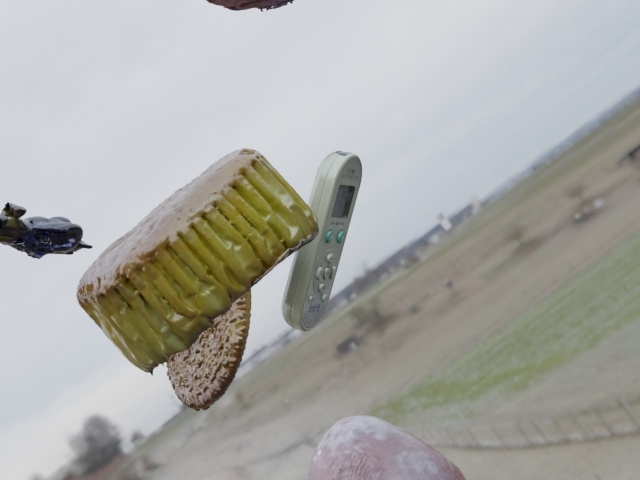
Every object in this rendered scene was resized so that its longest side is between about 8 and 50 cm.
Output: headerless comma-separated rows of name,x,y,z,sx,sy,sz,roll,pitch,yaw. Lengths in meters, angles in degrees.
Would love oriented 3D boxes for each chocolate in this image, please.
chocolate,-0.561,-0.020,2.043,0.343,0.126,0.148,19,-38,-38

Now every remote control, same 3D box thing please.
remote control,0.000,0.000,1.342,0.078,0.042,0.221,2,-76,-64

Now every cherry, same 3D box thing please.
cherry,0.099,0.371,1.522,0.213,0.285,0.236,-39,-8,-32

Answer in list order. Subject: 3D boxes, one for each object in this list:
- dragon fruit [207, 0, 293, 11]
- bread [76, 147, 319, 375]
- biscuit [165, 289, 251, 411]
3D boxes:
dragon fruit,-0.108,-0.547,1.819,0.296,0.263,0.314,-29,-24,23
bread,-0.134,0.018,1.213,0.253,0.142,0.227,-38,10,-20
biscuit,-0.193,0.126,1.838,0.038,0.305,0.305,9,-31,-29
